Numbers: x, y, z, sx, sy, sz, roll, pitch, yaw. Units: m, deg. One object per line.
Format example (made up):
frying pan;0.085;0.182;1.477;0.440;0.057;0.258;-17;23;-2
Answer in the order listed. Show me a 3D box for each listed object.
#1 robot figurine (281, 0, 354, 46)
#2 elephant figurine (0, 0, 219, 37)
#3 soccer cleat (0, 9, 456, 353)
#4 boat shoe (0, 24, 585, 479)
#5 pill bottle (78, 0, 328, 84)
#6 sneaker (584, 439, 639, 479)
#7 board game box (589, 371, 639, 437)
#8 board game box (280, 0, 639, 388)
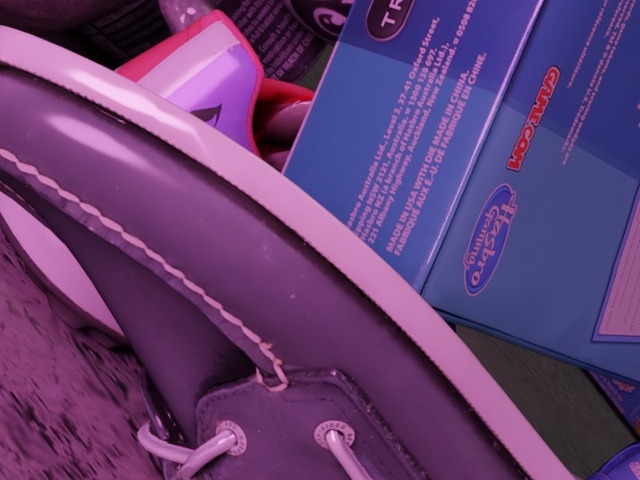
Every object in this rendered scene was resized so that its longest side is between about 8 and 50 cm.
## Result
robot figurine;0.104;-0.172;0.776;0.209;0.278;0.173;98;-14;-53
elephant figurine;-0.179;-0.158;0.573;0.239;0.186;0.169;14;70;-49
soccer cleat;0.000;0.000;0.671;0.108;0.116;0.318;53;15;28
boat shoe;-0.001;0.066;0.487;0.319;0.099;0.116;44;-12;-21
pill bottle;-0.108;-0.178;0.839;0.246;0.130;0.130;40;14;-30
sneaker;0.176;0.158;0.733;0.240;0.126;0.091;30;21;-50
board game box;0.302;0.162;1.324;0.160;0.039;0.211;29;22;-55
board game box;0.151;-0.066;0.636;0.079;0.253;0.336;25;2;40
